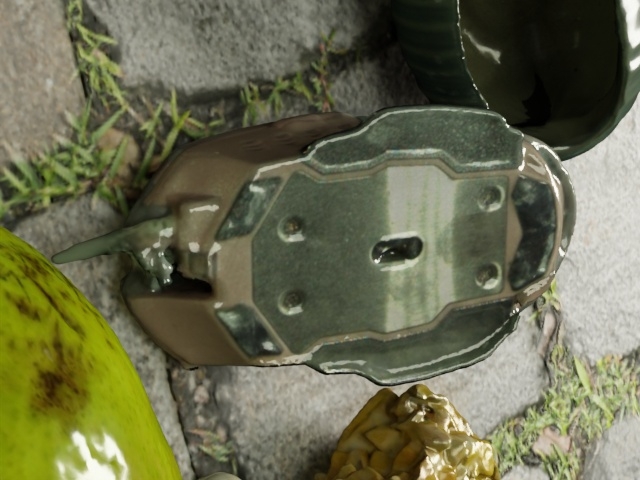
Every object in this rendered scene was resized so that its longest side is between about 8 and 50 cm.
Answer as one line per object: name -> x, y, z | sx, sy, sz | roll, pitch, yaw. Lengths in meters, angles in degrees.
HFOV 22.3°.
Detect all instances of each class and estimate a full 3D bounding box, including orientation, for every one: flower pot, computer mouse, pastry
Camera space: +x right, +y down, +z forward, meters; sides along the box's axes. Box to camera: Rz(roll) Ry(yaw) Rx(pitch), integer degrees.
flower pot -> 0.148, -0.174, 1.196 | 0.189, 0.157, 0.243 | -16, 121, 4
computer mouse -> -0.001, -0.002, 1.131 | 0.389, 0.115, 0.199 | -6, 106, -20
pastry -> 0.035, 0.230, 1.155 | 0.250, 0.102, 0.154 | -55, 133, -27

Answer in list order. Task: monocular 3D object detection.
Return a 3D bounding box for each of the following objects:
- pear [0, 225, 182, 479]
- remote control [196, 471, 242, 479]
pear -> -0.235, 0.178, 0.790 | 0.391, 0.391, 0.391 | 0, 90, -38
remote control -> -0.100, 0.200, 1.097 | 0.122, 0.032, 0.074 | -5, 93, -37
